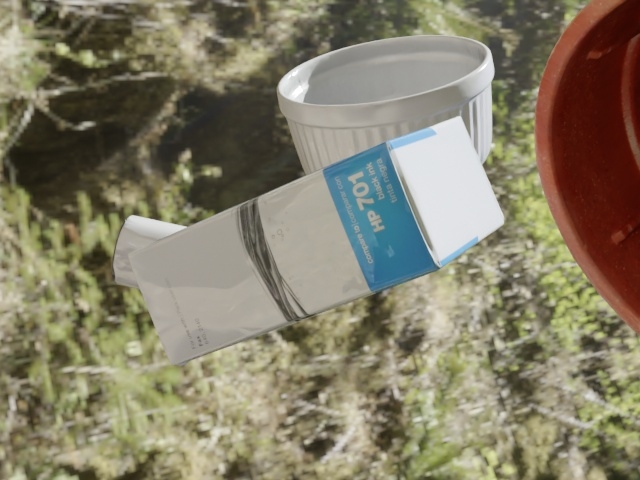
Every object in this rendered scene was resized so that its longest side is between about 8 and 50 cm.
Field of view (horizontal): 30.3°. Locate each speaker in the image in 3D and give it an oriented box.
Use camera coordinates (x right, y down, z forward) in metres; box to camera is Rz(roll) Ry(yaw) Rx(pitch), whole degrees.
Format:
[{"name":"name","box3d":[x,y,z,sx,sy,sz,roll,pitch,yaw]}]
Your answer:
[{"name":"speaker","box3d":[-0.082,0.021,0.879,0.136,0.055,0.055,12,-71,7]}]

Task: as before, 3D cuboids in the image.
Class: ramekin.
[{"name":"ramekin","box3d":[0.069,-0.116,1.140,0.207,0.207,0.109,18,-52,47]}]

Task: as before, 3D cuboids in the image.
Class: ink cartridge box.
[{"name":"ink cartridge box","box3d":[0.000,0.000,0.737,0.191,0.139,0.082,-21,-88,26]}]

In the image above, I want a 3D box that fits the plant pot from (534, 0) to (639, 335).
[{"name":"plant pot","box3d":[0.304,-0.083,0.639,0.272,0.265,0.272,32,-36,27]}]
